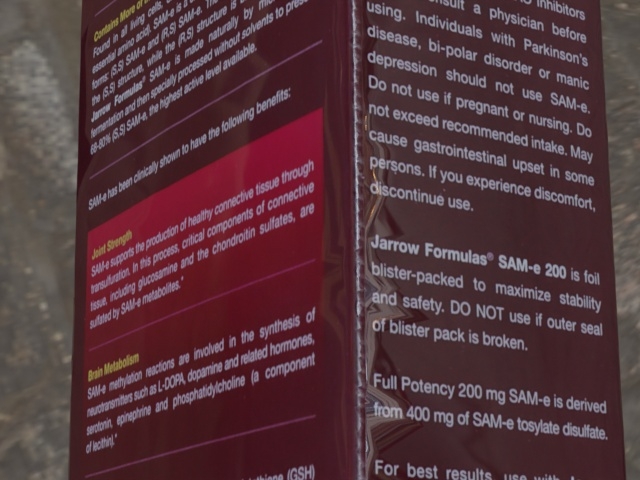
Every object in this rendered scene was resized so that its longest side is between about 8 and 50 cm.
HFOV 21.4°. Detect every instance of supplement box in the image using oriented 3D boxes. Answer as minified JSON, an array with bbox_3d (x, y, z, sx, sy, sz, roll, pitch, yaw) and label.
[{"bbox_3d":[0.000,0.000,0.391,0.130,0.073,0.239,-22,64,54],"label":"supplement box"}]
